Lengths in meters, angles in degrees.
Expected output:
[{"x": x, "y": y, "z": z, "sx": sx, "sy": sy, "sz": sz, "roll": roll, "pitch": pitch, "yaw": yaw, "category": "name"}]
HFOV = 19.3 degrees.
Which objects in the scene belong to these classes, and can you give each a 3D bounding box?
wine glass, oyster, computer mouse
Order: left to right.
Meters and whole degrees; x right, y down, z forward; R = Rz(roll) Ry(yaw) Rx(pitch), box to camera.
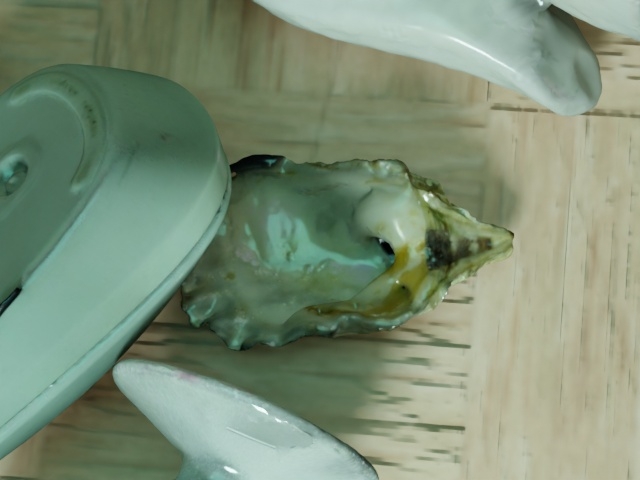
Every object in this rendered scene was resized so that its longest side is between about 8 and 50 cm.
[{"x": -0.155, "y": 0.040, "z": 0.865, "sx": 0.288, "sy": 0.097, "sz": 0.159, "roll": -47, "pitch": 40, "yaw": 3, "category": "computer mouse"}, {"x": -0.068, "y": 0.163, "z": 0.802, "sx": 0.165, "sy": 0.165, "sz": 0.196, "roll": 21, "pitch": 76, "yaw": 11, "category": "wine glass"}, {"x": 0.000, "y": 0.000, "z": 0.890, "sx": 0.146, "sy": 0.045, "sz": 0.122, "roll": -39, "pitch": 78, "yaw": 3, "category": "oyster"}]

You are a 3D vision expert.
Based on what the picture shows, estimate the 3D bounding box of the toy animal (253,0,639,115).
[{"x": 0.043, "y": -0.188, "z": 0.847, "sx": 0.265, "sy": 0.272, "sz": 0.206, "roll": 13, "pitch": 52, "yaw": 22, "category": "toy animal"}]
